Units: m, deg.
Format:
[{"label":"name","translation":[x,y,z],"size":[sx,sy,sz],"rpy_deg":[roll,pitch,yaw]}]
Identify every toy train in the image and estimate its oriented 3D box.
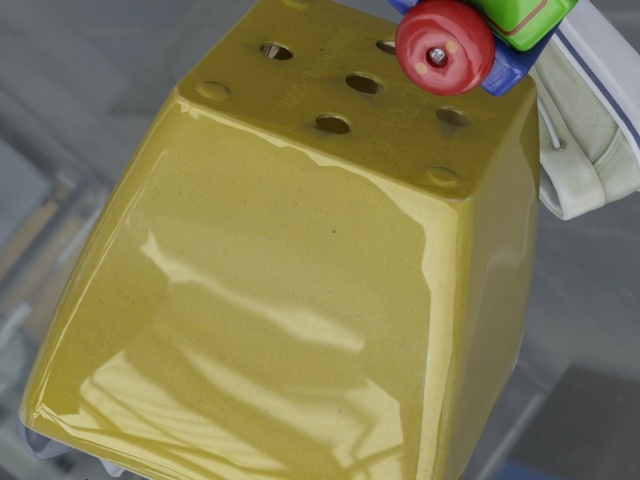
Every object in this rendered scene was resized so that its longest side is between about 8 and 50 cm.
[{"label":"toy train","translation":[0.028,-0.187,0.697],"size":[0.248,0.105,0.143],"rpy_deg":[42,132,-5]}]

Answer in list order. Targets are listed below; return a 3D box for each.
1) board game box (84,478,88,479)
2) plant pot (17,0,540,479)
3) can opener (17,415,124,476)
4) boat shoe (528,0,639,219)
[{"label":"board game box","translation":[-0.194,0.310,1.291],"size":[0.145,0.281,0.027],"rpy_deg":[41,-150,-1]},{"label":"plant pot","translation":[0.000,0.000,0.856],"size":[0.212,0.212,0.187],"rpy_deg":[21,124,10]},{"label":"can opener","translation":[-0.151,0.109,1.237],"size":[0.076,0.095,0.283],"rpy_deg":[67,155,14]},{"label":"boat shoe","translation":[0.112,-0.135,1.111],"size":[0.302,0.094,0.109],"rpy_deg":[52,165,37]}]
